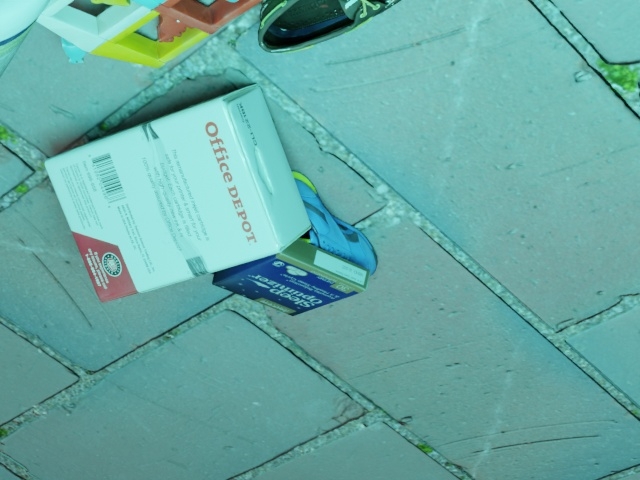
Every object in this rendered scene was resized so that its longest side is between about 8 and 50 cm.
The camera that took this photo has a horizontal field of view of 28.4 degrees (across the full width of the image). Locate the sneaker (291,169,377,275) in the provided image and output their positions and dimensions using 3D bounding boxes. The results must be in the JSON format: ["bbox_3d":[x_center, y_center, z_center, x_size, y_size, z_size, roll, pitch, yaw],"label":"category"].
[{"bbox_3d":[0.000,0.000,1.671,0.069,0.082,0.209,-24,128,29],"label":"sneaker"}]

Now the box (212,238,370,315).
[{"bbox_3d":[-0.052,0.054,1.710,0.136,0.037,0.225,23,156,-26],"label":"box"}]

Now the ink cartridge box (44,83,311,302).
[{"bbox_3d":[-0.175,-0.057,1.567,0.272,0.114,0.197,-15,101,26],"label":"ink cartridge box"}]

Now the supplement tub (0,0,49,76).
[{"bbox_3d":[-0.427,-0.258,1.334,0.235,0.235,0.325,29,152,-18],"label":"supplement tub"}]

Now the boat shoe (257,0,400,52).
[{"bbox_3d":[0.030,-0.268,1.392,0.227,0.069,0.081,-20,129,29],"label":"boat shoe"}]

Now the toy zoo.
[{"bbox_3d":[-0.181,-0.272,1.395,0.293,0.030,0.192,-26,154,33],"label":"toy zoo"}]
